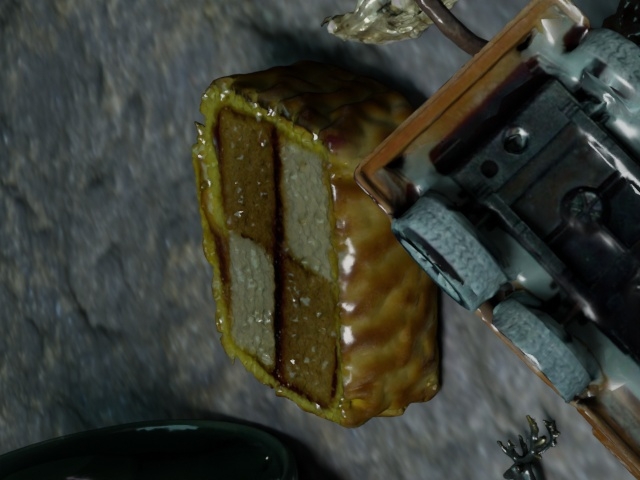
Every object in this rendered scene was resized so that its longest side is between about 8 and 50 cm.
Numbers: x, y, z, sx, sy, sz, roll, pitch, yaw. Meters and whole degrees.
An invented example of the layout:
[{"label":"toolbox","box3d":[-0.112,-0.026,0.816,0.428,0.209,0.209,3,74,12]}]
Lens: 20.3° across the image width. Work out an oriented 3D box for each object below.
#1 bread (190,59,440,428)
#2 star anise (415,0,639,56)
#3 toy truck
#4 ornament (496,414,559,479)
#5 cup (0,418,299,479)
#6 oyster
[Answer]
[{"label":"bread","box3d":[0.000,0.000,1.168,0.181,0.096,0.222,23,122,52]},{"label":"star anise","box3d":[0.099,-0.107,0.875,0.148,0.227,0.218,-171,82,-71]},{"label":"toy truck","box3d":[0.173,0.057,0.821,0.338,0.133,0.184,46,176,4]},{"label":"ornament","box3d":[0.141,0.165,1.077,0.073,0.028,0.125,6,108,57]},{"label":"cup","box3d":[-0.116,0.352,1.297,0.401,0.310,0.392,11,116,57]},{"label":"oyster","box3d":[0.086,-0.170,1.030,0.200,0.061,0.106,4,87,54]}]
